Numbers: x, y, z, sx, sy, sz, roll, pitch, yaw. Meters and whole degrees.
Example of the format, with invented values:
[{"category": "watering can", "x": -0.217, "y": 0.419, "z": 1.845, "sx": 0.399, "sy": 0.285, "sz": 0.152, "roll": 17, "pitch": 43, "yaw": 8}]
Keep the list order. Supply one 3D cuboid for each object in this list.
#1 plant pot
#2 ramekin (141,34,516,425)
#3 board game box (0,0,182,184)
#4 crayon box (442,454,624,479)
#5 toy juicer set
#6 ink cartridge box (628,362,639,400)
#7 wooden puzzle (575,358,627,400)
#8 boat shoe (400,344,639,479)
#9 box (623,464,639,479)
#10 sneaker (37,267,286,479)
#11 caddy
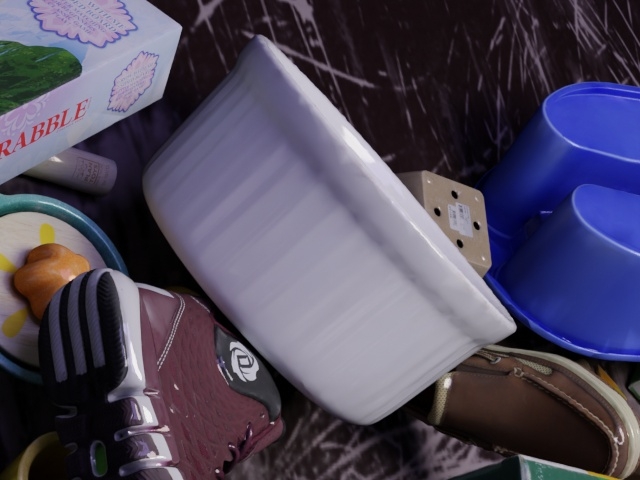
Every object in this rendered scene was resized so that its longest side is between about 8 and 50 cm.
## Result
[{"category": "plant pot", "x": 0.083, "y": -0.001, "z": 1.189, "sx": 0.109, "sy": 0.096, "sz": 0.109, "roll": 17, "pitch": 57, "yaw": -35}, {"category": "ramekin", "x": 0.000, "y": 0.000, "z": 1.002, "sx": 0.277, "sy": 0.135, "sz": 0.277, "roll": 48, "pitch": 7, "yaw": -8}, {"category": "board game box", "x": -0.302, "y": -0.140, "z": 0.832, "sx": 0.318, "sy": 0.066, "sz": 0.318, "roll": 36, "pitch": 40, "yaw": 14}, {"category": "crayon box", "x": 0.194, "y": 0.251, "z": 1.074, "sx": 0.323, "sy": 0.203, "sz": 0.083, "roll": 17, "pitch": 58, "yaw": -36}, {"category": "toy juicer set", "x": -0.159, "y": 0.030, "z": 0.951, "sx": 0.209, "sy": 0.089, "sz": 0.329, "roll": -7, "pitch": 73, "yaw": -45}, {"category": "ink cartridge box", "x": 0.419, "y": 0.120, "z": 1.443, "sx": 0.154, "sy": 0.093, "sz": 0.212, "roll": 47, "pitch": 42, "yaw": -12}, {"category": "wooden puzzle", "x": 0.251, "y": 0.153, "z": 1.323, "sx": 0.078, "sy": 0.014, "sz": 0.116, "roll": 56, "pitch": 43, "yaw": -4}, {"category": "boat shoe", "x": 0.120, "y": 0.124, "z": 1.077, "sx": 0.095, "sy": 0.257, "sz": 0.095, "roll": -11, "pitch": 113, "yaw": -43}, {"category": "box", "x": 0.360, "y": 0.257, "z": 1.240, "sx": 0.164, "sy": 0.201, "sz": 0.021, "roll": 46, "pitch": 71, "yaw": -15}, {"category": "sneaker", "x": -0.074, "y": 0.157, "z": 0.863, "sx": 0.162, "sy": 0.106, "sz": 0.281, "roll": 6, "pitch": 73, "yaw": -50}, {"category": "caddy", "x": 0.306, "y": -0.004, "z": 1.321, "sx": 0.341, "sy": 0.179, "sz": 0.241, "roll": 6, "pitch": 50, "yaw": -18}]
